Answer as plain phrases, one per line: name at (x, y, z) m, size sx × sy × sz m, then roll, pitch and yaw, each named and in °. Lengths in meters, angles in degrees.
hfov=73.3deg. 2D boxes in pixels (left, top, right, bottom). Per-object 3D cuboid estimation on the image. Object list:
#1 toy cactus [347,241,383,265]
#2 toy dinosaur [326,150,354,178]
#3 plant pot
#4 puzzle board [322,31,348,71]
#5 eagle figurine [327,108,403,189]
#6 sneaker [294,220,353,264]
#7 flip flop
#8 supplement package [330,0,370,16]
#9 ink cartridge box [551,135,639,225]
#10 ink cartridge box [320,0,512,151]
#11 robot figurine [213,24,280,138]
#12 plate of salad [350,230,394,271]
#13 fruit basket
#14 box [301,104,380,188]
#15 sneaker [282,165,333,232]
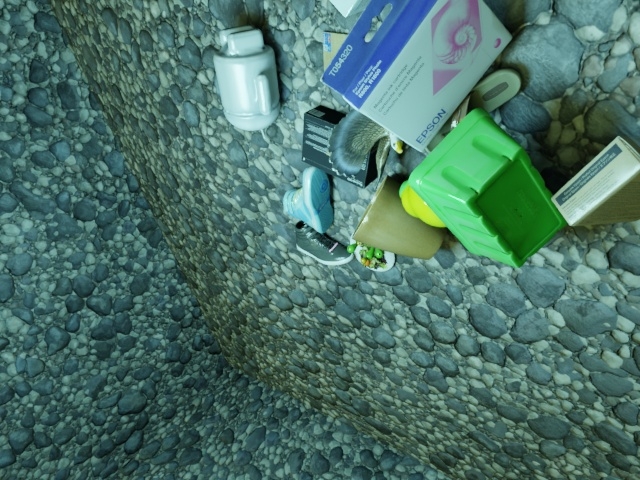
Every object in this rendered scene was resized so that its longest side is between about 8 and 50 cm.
toy cactus at (0.196, -0.006, 1.547) m, size 0.112 × 0.219 × 0.180 m, roll 76°, pitch 178°, yaw -53°
toy dinosaur at (0.078, -0.265, 1.324) m, size 0.183 × 0.053 × 0.092 m, roll 47°, pitch 150°, yaw 49°
plant pot at (0.266, -0.046, 1.393) m, size 0.254 × 0.237 × 0.237 m, roll 30°, pitch 141°, yaw 1°
puzzle board at (0.050, -0.561, 1.304) m, size 0.096 × 0.011 × 0.128 m, roll 23°, pitch 135°, yaw 30°
eagle figurine at (0.180, -0.301, 1.203) m, size 0.226 × 0.225 × 0.298 m, roll 46°, pitch 126°, yaw -9°
sneaker at (-0.001, 0.000, 1.760) m, size 0.296 × 0.104 × 0.146 m, roll 20°, pitch 140°, yaw 37°
flip flop at (0.373, -0.314, 1.075) m, size 0.277 × 0.080 × 0.112 m, roll -32°, pitch 128°, yaw 27°
supplement package at (0.111, -0.666, 0.946) m, size 0.199 × 0.263 × 0.198 m, roll 48°, pitch 143°, yaw 0°
ink cartridge box at (0.658, -0.124, 0.918) m, size 0.193 × 0.235 × 0.088 m, roll 116°, pitch 143°, yaw -49°
ink cartridge box at (0.217, -0.398, 0.942) m, size 0.324 × 0.330 × 0.071 m, roll -53°, pitch 43°, yaw 21°
robot figurine at (-0.244, -0.527, 1.459) m, size 0.300 × 0.200 × 0.353 m, roll 51°, pitch 153°, yaw 45°
plate of salad at (0.193, 0.044, 1.661) m, size 0.200 × 0.048 × 0.199 m, roll 25°, pitch 137°, yaw 26°
fruit basket at (0.380, -0.130, 1.114) m, size 0.392 × 0.392 × 0.283 m, roll 45°, pitch 98°, yaw 4°
box at (0.070, -0.312, 1.426) m, size 0.261 × 0.103 × 0.184 m, roll 29°, pitch 134°, yaw 23°
sneaker at (-0.071, -0.173, 1.635) m, size 0.208 × 0.127 × 0.319 m, roll 26°, pitch 148°, yaw 27°
